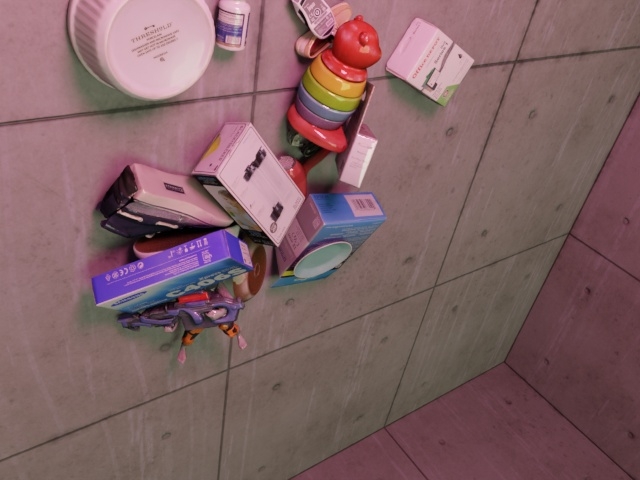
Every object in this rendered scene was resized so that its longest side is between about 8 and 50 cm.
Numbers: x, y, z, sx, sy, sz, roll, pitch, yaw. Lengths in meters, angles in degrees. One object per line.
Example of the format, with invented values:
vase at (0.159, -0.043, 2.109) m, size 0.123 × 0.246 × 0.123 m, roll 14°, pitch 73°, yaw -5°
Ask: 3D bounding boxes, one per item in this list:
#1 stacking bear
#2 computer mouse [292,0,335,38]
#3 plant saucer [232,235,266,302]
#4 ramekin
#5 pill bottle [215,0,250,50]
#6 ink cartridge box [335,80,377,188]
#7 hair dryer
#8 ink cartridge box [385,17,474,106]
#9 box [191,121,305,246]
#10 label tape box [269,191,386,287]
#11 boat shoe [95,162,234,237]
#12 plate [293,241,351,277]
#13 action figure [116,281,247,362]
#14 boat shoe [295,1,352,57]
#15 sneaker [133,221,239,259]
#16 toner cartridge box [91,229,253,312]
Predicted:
stacking bear at (0.046, -0.385, 1.398) m, size 0.164 × 0.176 × 0.289 m, roll 17°, pitch 131°, yaw -18°
computer mouse at (-0.036, -0.537, 1.316) m, size 0.106 × 0.042 × 0.193 m, roll -46°, pitch 130°, yaw -8°
plant saucer at (-0.193, 0.081, 1.660) m, size 0.198 × 0.036 × 0.199 m, roll 7°, pitch 90°, yaw -76°
ramekin at (-0.326, -0.393, 1.118) m, size 0.272 × 0.127 × 0.273 m, roll -25°, pitch 139°, yaw -24°
pill bottle at (-0.183, -0.467, 1.233) m, size 0.067 × 0.067 × 0.120 m, roll -13°, pitch 132°, yaw -35°
ink cartridge box at (0.106, -0.282, 1.511) m, size 0.060 × 0.275 × 0.239 m, roll 19°, pitch 107°, yaw -7°
hair dryer at (-0.026, -0.206, 1.611) m, size 0.223 × 0.080 × 0.294 m, roll -4°, pitch 128°, yaw -43°
ink cartridge box at (0.308, -0.495, 1.647) m, size 0.219 × 0.092 × 0.160 m, roll 13°, pitch 114°, yaw -49°
box at (-0.169, -0.135, 1.456) m, size 0.290 × 0.087 × 0.169 m, roll 52°, pitch 57°, yaw -45°
label tape box at (0.000, 0.000, 1.781) m, size 0.249 × 0.115 × 0.348 m, roll -7°, pitch 151°, yaw -40°
boat shoe at (-0.369, -0.071, 1.406) m, size 0.158 × 0.127 × 0.340 m, roll -38°, pitch 149°, yaw 22°
plate at (0.003, 0.050, 1.716) m, size 0.188 × 0.024 × 0.188 m, roll -22°, pitch 155°, yaw -11°
action figure at (-0.370, 0.194, 1.638) m, size 0.340 × 0.179 × 0.330 m, roll -2°, pitch 130°, yaw -1°
boat shoe at (0.019, -0.495, 1.402) m, size 0.170 × 0.059 × 0.063 m, roll -44°, pitch 143°, yaw -1°
sneaker at (-0.336, 0.027, 1.513) m, size 0.290 × 0.106 × 0.123 m, roll -15°, pitch 131°, yaw -35°
toner cartridge box at (-0.353, 0.081, 1.423) m, size 0.347 × 0.075 × 0.165 m, roll -20°, pitch 162°, yaw 9°
